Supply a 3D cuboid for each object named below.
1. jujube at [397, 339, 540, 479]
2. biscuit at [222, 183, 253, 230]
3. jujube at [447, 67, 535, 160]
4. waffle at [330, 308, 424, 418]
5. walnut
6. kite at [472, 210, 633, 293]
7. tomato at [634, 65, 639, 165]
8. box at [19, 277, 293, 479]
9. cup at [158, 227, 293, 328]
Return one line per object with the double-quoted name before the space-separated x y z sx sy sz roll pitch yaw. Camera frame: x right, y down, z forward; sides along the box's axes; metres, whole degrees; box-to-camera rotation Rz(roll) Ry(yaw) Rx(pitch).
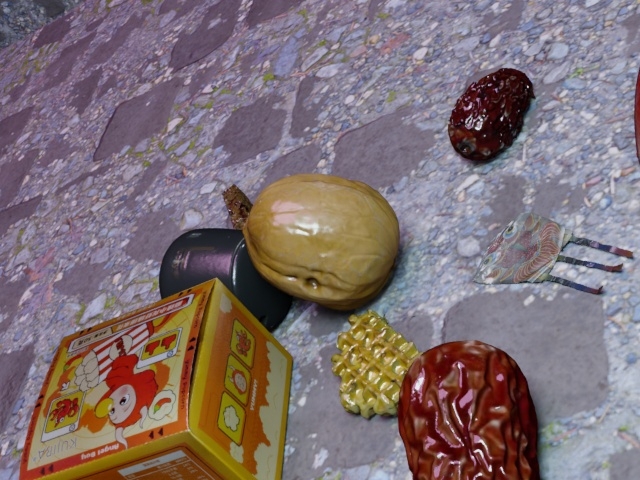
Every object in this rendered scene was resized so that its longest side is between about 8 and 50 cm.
"jujube" 0.162 0.220 1.134 0.155 0.155 0.230 -28 44 21
"biscuit" -0.124 -0.027 1.786 0.034 0.064 0.199 -38 34 8
"jujube" 0.249 -0.194 1.568 0.104 0.104 0.166 -3 45 44
"waffle" 0.085 0.152 1.382 0.160 0.046 0.192 -28 35 25
"walnut" 0.000 0.000 1.487 0.195 0.221 0.195 -169 90 -87
"kite" 0.294 0.025 1.345 0.127 0.016 0.229 -53 31 -11
"tomato" 0.477 -0.196 1.262 0.309 0.170 0.309 -27 34 21
"box" -0.216 0.238 1.432 0.283 0.214 0.259 -21 40 23
"cup" -0.148 0.084 1.600 0.176 0.169 0.223 -4 51 33
